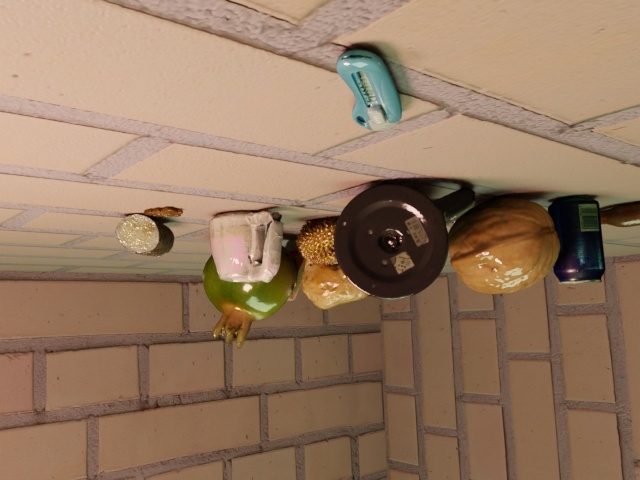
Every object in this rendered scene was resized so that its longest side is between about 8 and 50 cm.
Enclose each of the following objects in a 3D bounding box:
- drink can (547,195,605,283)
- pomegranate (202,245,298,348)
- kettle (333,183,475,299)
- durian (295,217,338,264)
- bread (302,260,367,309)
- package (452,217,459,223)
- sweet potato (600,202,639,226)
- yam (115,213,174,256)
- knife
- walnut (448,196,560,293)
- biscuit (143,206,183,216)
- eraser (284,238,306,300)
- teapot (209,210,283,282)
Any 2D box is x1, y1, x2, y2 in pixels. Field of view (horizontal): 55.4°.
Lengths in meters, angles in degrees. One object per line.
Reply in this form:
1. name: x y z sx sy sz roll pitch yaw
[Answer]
1. drink can: 0.609 0.002 1.451 0.118 0.204 0.118 -2 173 0
2. pomegranate: -0.246 0.133 1.847 0.310 0.358 0.216 -10 138 44
3. kettle: 0.196 -0.017 1.328 0.321 0.228 0.324 -34 173 7
4. durian: 0.017 0.005 1.638 0.168 0.136 0.158 -16 146 28
5. bread: 0.055 0.087 1.755 0.245 0.134 0.244 -11 -145 8
6. package: 0.430 -0.042 1.645 0.251 0.062 0.204 -1 173 25
7. sweet potato: 0.787 -0.066 1.557 0.078 0.058 0.255 -21 -171 -33
8. yam: -0.432 -0.009 1.542 0.107 0.107 0.183 -2 175 4
9. knife: 0.057 -0.163 0.700 0.064 0.031 0.222 0 173 13
10. walnut: 0.417 0.014 1.415 0.225 0.224 0.261 6 156 -45
11. biscuit: -0.369 -0.065 1.428 0.092 0.016 0.082 -3 173 -1
12. eraser: -0.095 0.091 1.950 0.038 0.230 0.157 40 151 -27
13. teapot: -0.167 0.021 1.513 0.222 0.178 0.163 -6 172 23
